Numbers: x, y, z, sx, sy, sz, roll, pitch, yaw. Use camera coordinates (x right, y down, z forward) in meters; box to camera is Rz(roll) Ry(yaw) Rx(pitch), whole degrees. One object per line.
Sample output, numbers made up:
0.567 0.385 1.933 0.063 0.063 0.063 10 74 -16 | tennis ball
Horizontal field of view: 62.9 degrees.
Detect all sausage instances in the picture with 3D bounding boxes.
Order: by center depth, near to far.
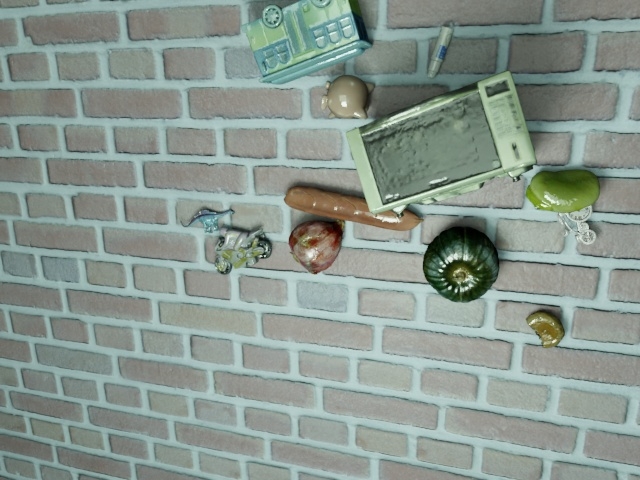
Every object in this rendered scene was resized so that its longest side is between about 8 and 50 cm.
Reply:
0.089 -0.095 1.554 0.434 0.088 0.087 11 109 15 | sausage

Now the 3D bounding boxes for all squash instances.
0.392 0.069 1.459 0.218 0.172 0.218 -6 119 -11 | squash

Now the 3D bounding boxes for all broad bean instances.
0.629 -0.131 1.360 0.175 0.082 0.124 1 67 24 | broad bean

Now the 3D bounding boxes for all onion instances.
0.000 0.000 1.589 0.195 0.159 0.159 -39 92 -6 | onion

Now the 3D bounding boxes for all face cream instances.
0.315 -0.498 1.390 0.034 0.034 0.130 22 111 10 | face cream

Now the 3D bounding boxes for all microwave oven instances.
0.310 -0.229 1.310 0.395 0.333 0.247 -17 96 22 | microwave oven

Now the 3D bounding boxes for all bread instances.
0.646 0.248 1.492 0.082 0.060 0.113 -28 98 23 | bread

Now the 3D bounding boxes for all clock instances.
0.688 -0.048 1.401 0.087 0.041 0.129 -18 94 18 | clock

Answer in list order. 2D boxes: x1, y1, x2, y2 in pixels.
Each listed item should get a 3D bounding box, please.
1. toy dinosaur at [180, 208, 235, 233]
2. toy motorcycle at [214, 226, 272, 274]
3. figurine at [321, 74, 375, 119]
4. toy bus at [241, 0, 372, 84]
-0.373 -0.065 1.734 0.198 0.045 0.080 -10 89 13 | toy dinosaur
-0.271 0.018 1.710 0.225 0.073 0.152 -21 96 23 | toy motorcycle
0.075 -0.397 1.456 0.138 0.125 0.125 11 109 1 | figurine
-0.036 -0.557 1.421 0.313 0.152 0.190 -14 101 20 | toy bus
